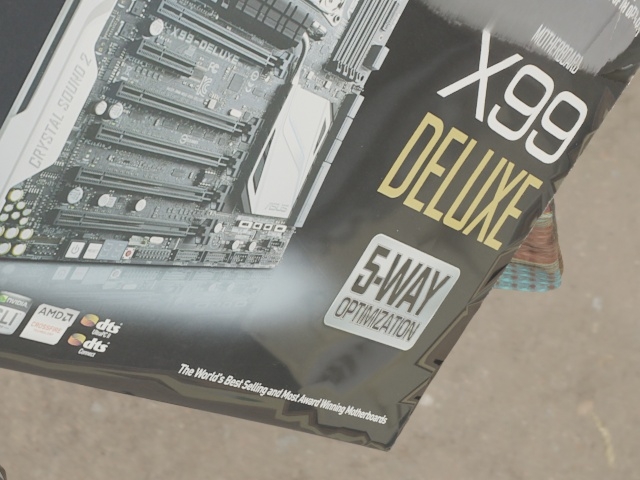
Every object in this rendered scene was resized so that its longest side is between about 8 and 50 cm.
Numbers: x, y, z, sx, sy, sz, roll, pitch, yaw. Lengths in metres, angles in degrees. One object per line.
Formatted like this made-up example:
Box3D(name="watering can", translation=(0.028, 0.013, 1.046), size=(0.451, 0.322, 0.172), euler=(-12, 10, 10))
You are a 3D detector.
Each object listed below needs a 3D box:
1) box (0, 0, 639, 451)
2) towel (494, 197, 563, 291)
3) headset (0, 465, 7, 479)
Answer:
Box3D(name="box", translation=(-0.017, -0.061, 0.465), size=(0.307, 0.076, 0.242), euler=(23, 103, -51))
Box3D(name="towel", translation=(0.000, 0.000, 1.039), size=(0.271, 0.370, 0.040), euler=(47, 45, -72))
Box3D(name="headset", translation=(-0.440, 0.114, 1.090), size=(0.243, 0.394, 0.185), euler=(-62, 145, -23))
